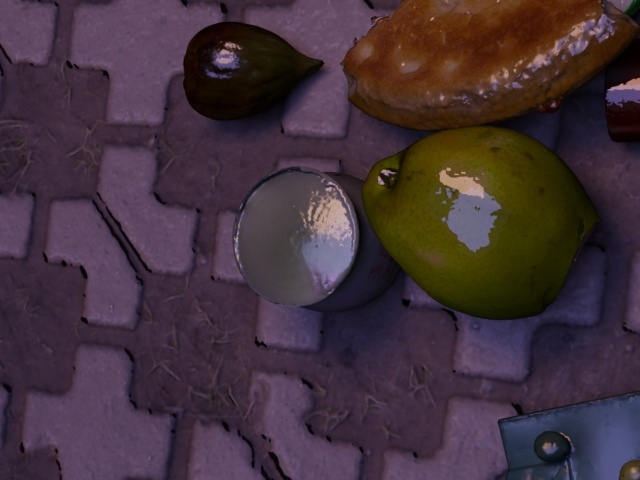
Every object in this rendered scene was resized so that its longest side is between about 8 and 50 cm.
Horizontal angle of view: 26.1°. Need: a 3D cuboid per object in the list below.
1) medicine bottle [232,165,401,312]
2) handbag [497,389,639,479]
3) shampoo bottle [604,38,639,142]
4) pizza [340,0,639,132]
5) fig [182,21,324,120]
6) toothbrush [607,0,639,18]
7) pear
[{"bbox_3d":[0.000,0.000,1.425,0.147,0.143,0.147,-2,84,24],"label":"medicine bottle"},{"bbox_3d":[0.312,0.271,1.276,0.274,0.100,0.268,-14,81,23],"label":"handbag"},{"bbox_3d":[0.401,-0.145,1.288,0.260,0.064,0.102,0,85,25],"label":"shampoo bottle"},{"bbox_3d":[0.168,-0.209,1.381,0.335,0.086,0.226,-10,55,37],"label":"pizza"},{"bbox_3d":[-0.073,-0.186,1.507,0.155,0.109,0.103,2,62,-1],"label":"fig"},{"bbox_3d":[0.283,-0.225,1.364,0.418,0.040,0.042,-35,63,19],"label":"toothbrush"},{"bbox_3d":[0.148,-0.024,1.328,0.220,0.187,0.187,30,99,6],"label":"pear"}]
